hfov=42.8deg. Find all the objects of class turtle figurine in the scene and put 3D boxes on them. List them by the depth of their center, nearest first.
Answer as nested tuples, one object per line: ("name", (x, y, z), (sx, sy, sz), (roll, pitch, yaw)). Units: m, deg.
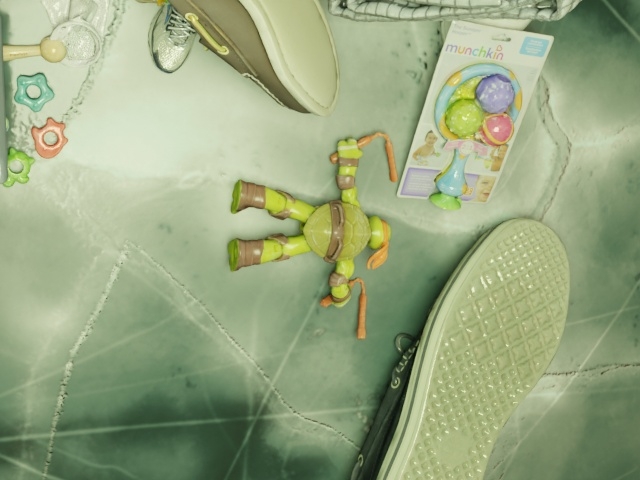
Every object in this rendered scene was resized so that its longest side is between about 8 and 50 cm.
("turtle figurine", (0.000, 0.000, 1.000), (0.217, 0.087, 0.270), (2, 104, -19))

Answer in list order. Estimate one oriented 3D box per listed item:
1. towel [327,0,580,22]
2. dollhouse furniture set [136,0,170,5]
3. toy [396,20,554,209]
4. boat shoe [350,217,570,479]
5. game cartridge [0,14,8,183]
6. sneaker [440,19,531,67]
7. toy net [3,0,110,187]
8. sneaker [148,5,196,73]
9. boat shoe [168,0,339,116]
("towel", (0.162, -0.317, 0.825), (0.235, 0.283, 0.121), (-41, 128, -31))
("dollhouse furniture set", (-0.090, -0.386, 0.796), (0.197, 0.151, 0.302), (-2, 93, -17))
("toy", (0.193, -0.138, 0.998), (0.136, 0.056, 0.237), (4, 126, -19))
("boat shoe", (0.172, 0.196, 1.082), (0.186, 0.156, 0.500), (26, 84, -18))
("game cartridge", (-0.458, -0.157, 0.794), (0.294, 0.060, 0.196), (3, 108, -5))
("sneaker", (0.250, -0.333, 0.967), (0.111, 0.129, 0.297), (31, 95, -26))
("toy net", (-0.297, -0.168, 0.878), (0.122, 0.045, 0.232), (42, 89, -23))
("sneaker", (-0.152, -0.249, 0.896), (0.052, 0.058, 0.135), (16, 100, -21))
("boat shoe", (-0.083, -0.232, 0.797), (0.324, 0.096, 0.117), (46, 48, -50))
